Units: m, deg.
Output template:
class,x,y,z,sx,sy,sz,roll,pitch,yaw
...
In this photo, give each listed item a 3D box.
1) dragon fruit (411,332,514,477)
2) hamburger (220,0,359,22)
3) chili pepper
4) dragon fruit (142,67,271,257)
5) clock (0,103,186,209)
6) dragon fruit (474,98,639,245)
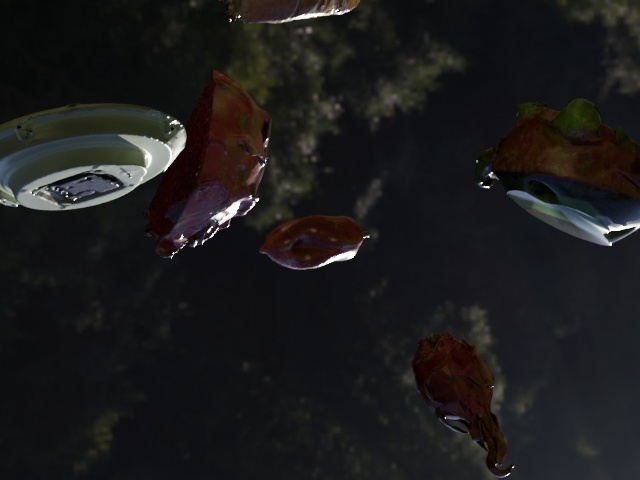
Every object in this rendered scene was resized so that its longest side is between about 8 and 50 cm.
class,x,y,z,sx,sy,sz,roll,pitch,yaw
dragon fruit,0.177,0.199,1.618,0.094,0.190,0.094,-28,169,-6
hamburger,-0.019,-0.512,2.129,0.287,0.268,0.445,4,-152,-10
chili pepper,0.001,-0.001,1.436,0.050,0.059,0.191,32,-156,31
dragon fruit,-0.138,-0.070,1.781,0.126,0.274,0.161,20,-151,-18
clock,-0.254,-0.075,1.393,0.237,0.053,0.236,-10,164,-3
dragon fruit,0.346,-0.085,1.759,0.268,0.130,0.295,18,171,29
